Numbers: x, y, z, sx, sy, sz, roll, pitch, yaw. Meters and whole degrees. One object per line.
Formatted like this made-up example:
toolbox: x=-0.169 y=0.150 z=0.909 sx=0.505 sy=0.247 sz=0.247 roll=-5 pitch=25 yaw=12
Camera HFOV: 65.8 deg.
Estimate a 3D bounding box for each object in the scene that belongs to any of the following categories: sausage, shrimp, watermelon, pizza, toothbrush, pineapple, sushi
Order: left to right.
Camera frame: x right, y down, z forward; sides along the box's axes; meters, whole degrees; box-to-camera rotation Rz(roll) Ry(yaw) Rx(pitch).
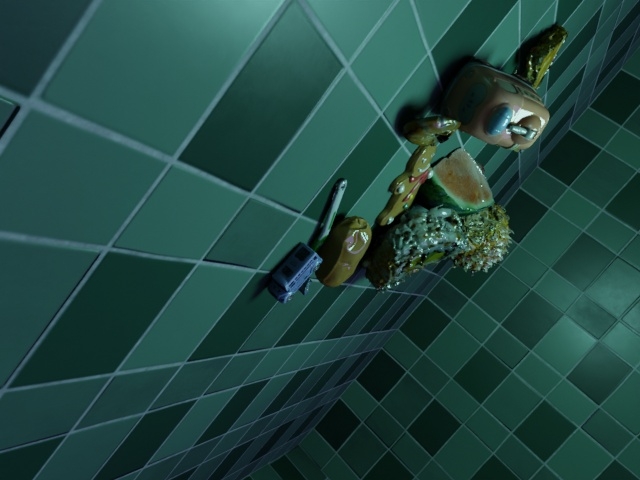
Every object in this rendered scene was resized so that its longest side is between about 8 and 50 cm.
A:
toothbrush: x=-0.004 y=-0.003 z=1.398 sx=0.042 sy=0.040 sz=0.418 roll=-28 pitch=146 yaw=-46
sausage: x=0.063 y=0.035 z=1.465 sx=0.136 sy=0.120 sz=0.241 roll=-6 pitch=136 yaw=-44
sushi: x=0.356 y=0.034 z=1.839 sx=0.417 sy=0.176 sz=0.417 roll=-23 pitch=160 yaw=-9
shrimp: x=0.320 y=-0.304 z=1.381 sx=0.152 sy=0.063 sz=0.287 roll=-11 pitch=179 yaw=23
watermelon: x=0.523 y=-0.171 z=1.864 sx=0.292 sy=0.222 sz=0.319 roll=-40 pitch=158 yaw=-30
pineapple: x=0.711 y=-0.033 z=2.276 sx=0.352 sy=0.352 sz=0.300 roll=-46 pitch=153 yaw=-5
pizza: x=0.745 y=-0.590 z=1.716 sx=0.288 sy=0.074 sz=0.251 roll=-41 pitch=152 yaw=-37

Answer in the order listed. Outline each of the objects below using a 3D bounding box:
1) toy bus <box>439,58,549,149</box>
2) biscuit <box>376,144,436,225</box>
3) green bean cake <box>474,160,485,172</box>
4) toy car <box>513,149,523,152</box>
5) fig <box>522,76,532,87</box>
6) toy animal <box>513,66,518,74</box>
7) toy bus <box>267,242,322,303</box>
toy bus: x=0.493 y=-0.357 z=1.383 sx=0.288 sy=0.232 sz=0.194 roll=12 pitch=127 yaw=-25
biscuit: x=0.300 y=-0.183 z=1.645 sx=0.216 sy=0.047 sz=0.339 roll=-27 pitch=151 yaw=-45
green bean cake: x=0.641 y=-0.271 z=2.126 sx=0.135 sy=0.056 sz=0.135 roll=-51 pitch=160 yaw=8
toy car: x=0.820 y=-0.458 z=2.060 sx=0.101 sy=0.124 sz=0.256 roll=-61 pitch=172 yaw=34
fig: x=0.544 y=-0.435 z=1.577 sx=0.235 sy=0.203 sz=0.203 roll=4 pitch=135 yaw=-17
toy animal: x=0.662 y=-0.505 z=1.760 sx=0.069 sy=0.086 sz=0.219 roll=-29 pitch=134 yaw=-46
toy bus: x=-0.077 y=0.088 z=1.355 sx=0.167 sy=0.073 sz=0.076 roll=-49 pitch=156 yaw=-8
